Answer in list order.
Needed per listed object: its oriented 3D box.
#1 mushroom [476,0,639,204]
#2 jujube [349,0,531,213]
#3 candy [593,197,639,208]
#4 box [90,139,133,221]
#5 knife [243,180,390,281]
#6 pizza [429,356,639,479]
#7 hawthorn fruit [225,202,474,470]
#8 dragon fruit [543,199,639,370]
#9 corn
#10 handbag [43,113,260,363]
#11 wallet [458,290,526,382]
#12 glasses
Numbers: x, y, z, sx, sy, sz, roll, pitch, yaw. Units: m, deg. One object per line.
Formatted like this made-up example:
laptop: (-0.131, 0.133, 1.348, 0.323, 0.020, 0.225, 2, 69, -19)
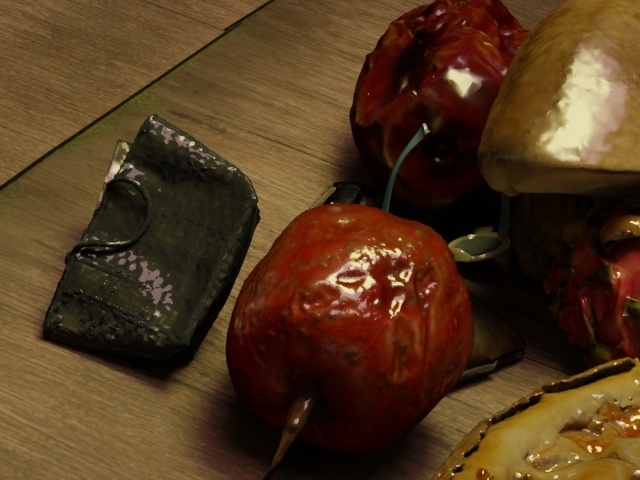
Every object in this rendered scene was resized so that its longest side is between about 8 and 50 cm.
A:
mushroom: (0.347, -0.188, 1.757, 0.397, 0.314, 0.224, -6, -9, -41)
jujube: (0.185, -0.196, 2.044, 0.276, 0.276, 0.377, 19, 26, 6)
candy: (0.481, -0.056, 2.038, 0.263, 0.172, 0.398, 56, 34, 6)
box: (-0.195, -0.024, 1.682, 0.135, 0.151, 0.151, 20, 27, -9)
knife: (0.001, -0.006, 1.852, 0.089, 0.043, 0.365, 22, 29, 13)
pizza: (0.255, 0.243, 1.374, 0.392, 0.080, 0.435, -7, 21, -19)
hawthorn fruit: (0.029, 0.088, 1.479, 0.258, 0.258, 0.262, 23, 13, 14)
dragon fruit: (0.415, 0.056, 1.730, 0.291, 0.269, 0.250, 24, 21, 2)
corn: (0.322, -0.047, 2.012, 0.120, 0.120, 0.363, 16, 28, 1)
handbag: (-0.174, 0.011, 1.561, 0.175, 0.270, 0.089, 24, -11, 6)
wallet: (0.128, 0.122, 1.697, 0.255, 0.031, 0.137, -15, 41, -43)
glasses: (0.170, -0.049, 1.836, 0.189, 0.220, 0.088, -9, 47, -20)
